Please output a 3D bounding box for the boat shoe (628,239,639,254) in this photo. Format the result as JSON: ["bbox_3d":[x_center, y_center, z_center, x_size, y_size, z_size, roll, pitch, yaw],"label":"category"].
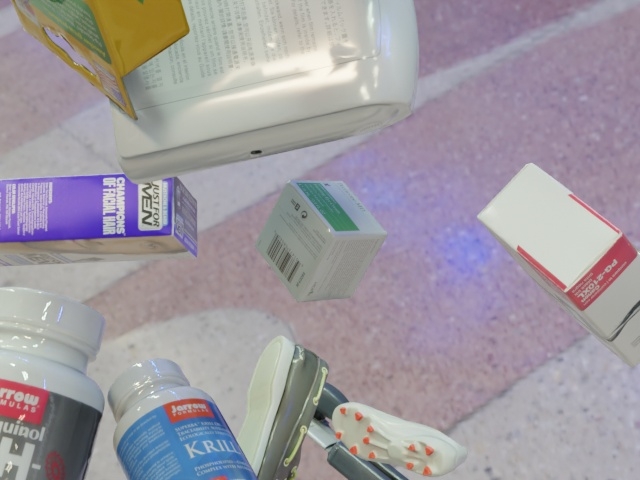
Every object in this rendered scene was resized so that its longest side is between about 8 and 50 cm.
[{"bbox_3d":[0.537,0.020,2.263,0.079,0.084,0.233,-53,48,17],"label":"boat shoe"}]

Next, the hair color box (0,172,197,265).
[{"bbox_3d":[-0.371,-0.029,1.867,0.339,0.185,0.110,-4,78,5],"label":"hair color box"}]

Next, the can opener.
[{"bbox_3d":[0.057,0.329,1.967,0.283,0.095,0.076,36,20,24],"label":"can opener"}]

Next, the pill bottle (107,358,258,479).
[{"bbox_3d":[-0.149,0.235,1.304,0.124,0.124,0.221,-28,52,-10],"label":"pill bottle"}]

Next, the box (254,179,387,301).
[{"bbox_3d":[0.000,0.000,1.378,0.087,0.102,0.101,-1,41,-43],"label":"box"}]

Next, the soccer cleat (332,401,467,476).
[{"bbox_3d":[0.099,0.260,1.585,0.196,0.068,0.076,17,11,40],"label":"soccer cleat"}]

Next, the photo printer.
[{"bbox_3d":[-0.061,-0.208,1.199,0.308,0.107,0.256,-13,77,6],"label":"photo printer"}]

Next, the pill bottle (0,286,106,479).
[{"bbox_3d":[-0.331,0.219,1.299,0.176,0.176,0.318,0,68,30],"label":"pill bottle"}]

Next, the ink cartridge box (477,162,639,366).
[{"bbox_3d":[0.323,0.034,1.499,0.100,0.237,0.172,-46,47,3],"label":"ink cartridge box"}]

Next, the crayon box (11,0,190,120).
[{"bbox_3d":[-0.223,-0.280,1.029,0.083,0.323,0.203,-38,54,-20],"label":"crayon box"}]

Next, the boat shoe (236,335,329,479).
[{"bbox_3d":[-0.067,0.285,1.675,0.109,0.091,0.305,-23,45,59],"label":"boat shoe"}]
